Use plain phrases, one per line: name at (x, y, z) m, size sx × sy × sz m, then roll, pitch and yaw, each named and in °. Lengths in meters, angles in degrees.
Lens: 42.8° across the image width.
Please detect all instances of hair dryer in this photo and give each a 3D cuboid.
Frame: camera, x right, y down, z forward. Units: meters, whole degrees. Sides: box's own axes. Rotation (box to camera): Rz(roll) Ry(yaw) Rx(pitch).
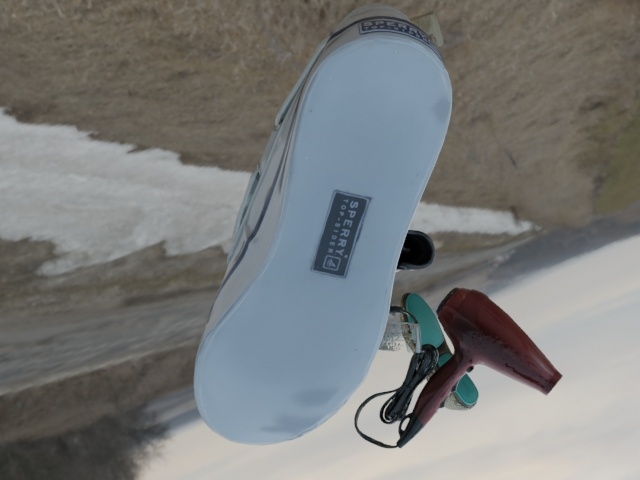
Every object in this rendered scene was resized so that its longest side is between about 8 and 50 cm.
hair dryer at (0.190, 0.178, 1.154) m, size 0.294 × 0.223 × 0.080 m, roll -3°, pitch 180°, yaw 22°

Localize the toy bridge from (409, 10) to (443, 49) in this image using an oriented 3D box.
toy bridge at (0.045, -0.108, 0.516) m, size 0.063 × 0.026 × 0.188 m, roll -14°, pitch -157°, yaw 15°

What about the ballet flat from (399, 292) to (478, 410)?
ballet flat at (0.172, 0.182, 1.298) m, size 0.073 × 0.206 × 0.067 m, roll -21°, pitch 169°, yaw -37°

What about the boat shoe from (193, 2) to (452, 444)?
boat shoe at (0.000, 0.000, 0.442) m, size 0.084 × 0.095 × 0.258 m, roll -92°, pitch -156°, yaw -59°

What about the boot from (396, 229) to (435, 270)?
boot at (0.006, 0.023, 1.356) m, size 0.338 × 0.118 × 0.223 m, roll -12°, pitch 179°, yaw -2°
